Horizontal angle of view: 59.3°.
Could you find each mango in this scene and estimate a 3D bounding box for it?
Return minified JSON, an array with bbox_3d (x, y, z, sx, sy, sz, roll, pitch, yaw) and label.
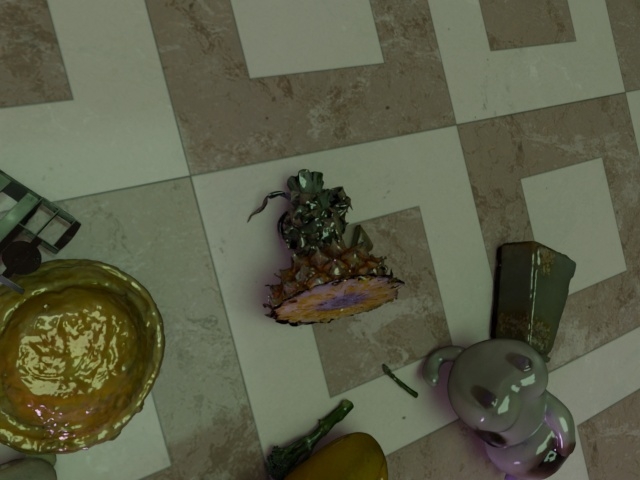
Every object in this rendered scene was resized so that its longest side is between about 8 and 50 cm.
[{"bbox_3d":[-0.004,0.513,1.021,0.365,0.182,0.253,-53,133,-29],"label":"mango"}]

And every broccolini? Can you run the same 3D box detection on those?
[{"bbox_3d":[-0.022,0.384,1.111,0.216,0.058,0.067,-39,140,-31],"label":"broccolini"}]

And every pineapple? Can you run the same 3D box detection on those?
[{"bbox_3d":[0.000,0.000,1.077,0.263,0.262,0.271,0,63,-27],"label":"pineapple"}]

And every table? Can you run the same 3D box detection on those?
[{"bbox_3d":[-0.488,-0.016,0.858,0.175,0.062,0.146,39,48,-17],"label":"table"}]

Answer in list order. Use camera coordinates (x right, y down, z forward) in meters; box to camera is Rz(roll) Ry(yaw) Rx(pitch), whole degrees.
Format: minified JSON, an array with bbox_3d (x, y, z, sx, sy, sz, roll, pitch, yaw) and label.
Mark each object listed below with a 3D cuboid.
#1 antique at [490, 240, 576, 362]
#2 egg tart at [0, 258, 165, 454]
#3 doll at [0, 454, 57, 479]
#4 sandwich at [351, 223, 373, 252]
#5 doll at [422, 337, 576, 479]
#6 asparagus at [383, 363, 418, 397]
[{"bbox_3d":[0.492,0.157,1.337,0.150,0.125,0.284,19,78,-24],"label":"antique"},{"bbox_3d":[-0.385,0.175,0.873,0.319,0.128,0.318,7,77,-30],"label":"egg tart"},{"bbox_3d":[-0.460,0.463,0.847,0.149,0.175,0.278,-9,101,10],"label":"doll"},{"bbox_3d":[0.089,0.010,1.195,0.044,0.031,0.083,17,78,-23],"label":"sandwich"},{"bbox_3d":[0.418,0.372,1.226,0.215,0.226,0.370,-47,107,-22],"label":"doll"},{"bbox_3d":[0.173,0.308,1.226,0.114,0.014,0.015,43,35,-19],"label":"asparagus"}]
